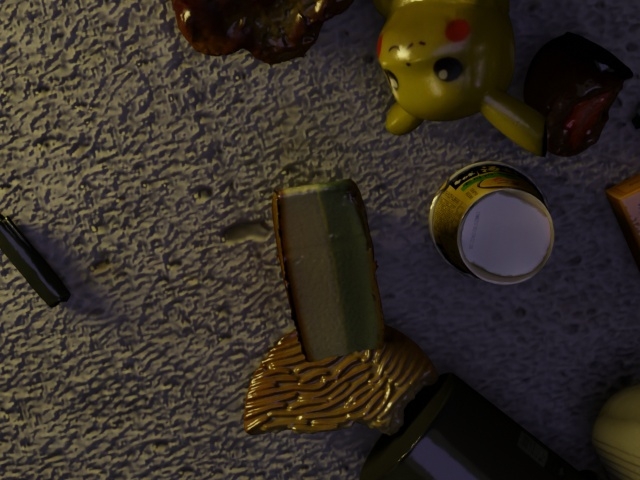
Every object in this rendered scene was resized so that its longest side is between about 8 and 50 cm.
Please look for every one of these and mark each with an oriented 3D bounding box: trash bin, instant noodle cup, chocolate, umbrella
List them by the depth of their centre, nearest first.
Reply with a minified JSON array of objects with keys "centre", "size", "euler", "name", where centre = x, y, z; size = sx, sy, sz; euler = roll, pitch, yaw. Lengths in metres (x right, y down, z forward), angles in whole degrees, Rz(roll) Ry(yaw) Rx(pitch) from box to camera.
[{"centre":[0.293,-0.164,1.603],"size":[0.124,0.127,0.133],"euler":[23,111,-22],"name":"chocolate"},{"centre":[0.211,-0.015,1.624],"size":[0.152,0.122,0.151],"euler":[-1,98,-4],"name":"instant noodle cup"},{"centre":[-0.349,0.025,1.632],"size":[0.036,0.031,0.133],"euler":[-37,100,1],"name":"umbrella"},{"centre":[0.225,0.330,1.646],"size":[0.334,0.214,0.214],"euler":[38,95,-6],"name":"trash bin"}]

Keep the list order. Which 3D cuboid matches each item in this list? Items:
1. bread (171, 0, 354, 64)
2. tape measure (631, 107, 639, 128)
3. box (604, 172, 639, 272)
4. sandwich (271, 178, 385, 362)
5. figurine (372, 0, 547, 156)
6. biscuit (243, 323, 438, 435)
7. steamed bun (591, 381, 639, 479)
[{"centre":[-0.065,-0.308,1.534],"size":[0.247,0.135,0.232],"euler":[-26,121,12],"name":"bread"},{"centre":[0.433,-0.145,1.635],"size":[0.091,0.094,0.054],"euler":[-45,138,2],"name":"tape measure"},{"centre":[0.506,-0.040,1.668],"size":[0.274,0.076,0.174],"euler":[-26,103,0],"name":"box"},{"centre":[0.000,0.000,1.577],"size":[0.108,0.186,0.220],"euler":[-12,118,-3],"name":"sandwich"},{"centre":[0.133,-0.253,1.535],"size":[0.169,0.218,0.326],"euler":[-1,90,-47],"name":"figurine"},{"centre":[0.014,0.180,1.655],"size":[0.229,0.031,0.176],"euler":[-39,73,-2],"name":"biscuit"},{"centre":[0.508,0.325,1.658],"size":[0.236,0.247,0.383],"euler":[-28,103,-20],"name":"steamed bun"}]
